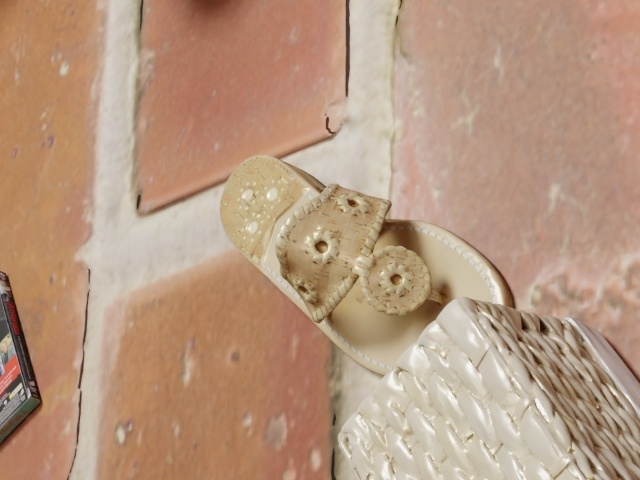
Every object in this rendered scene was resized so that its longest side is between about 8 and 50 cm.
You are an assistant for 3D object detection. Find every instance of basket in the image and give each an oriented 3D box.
[{"bbox_3d":[0.098,0.118,0.841,0.113,0.103,0.167,-51,44,20],"label":"basket"}]

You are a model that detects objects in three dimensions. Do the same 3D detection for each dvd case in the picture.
[{"bbox_3d":[-0.234,0.091,1.277,0.087,0.013,0.119,-45,47,24],"label":"dvd case"}]

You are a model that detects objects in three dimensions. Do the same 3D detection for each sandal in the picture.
[{"bbox_3d":[-0.003,0.006,1.016,0.240,0.079,0.088,32,98,49],"label":"sandal"}]
